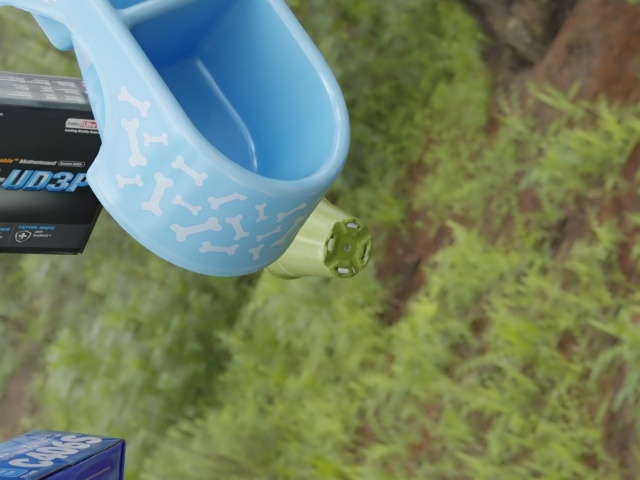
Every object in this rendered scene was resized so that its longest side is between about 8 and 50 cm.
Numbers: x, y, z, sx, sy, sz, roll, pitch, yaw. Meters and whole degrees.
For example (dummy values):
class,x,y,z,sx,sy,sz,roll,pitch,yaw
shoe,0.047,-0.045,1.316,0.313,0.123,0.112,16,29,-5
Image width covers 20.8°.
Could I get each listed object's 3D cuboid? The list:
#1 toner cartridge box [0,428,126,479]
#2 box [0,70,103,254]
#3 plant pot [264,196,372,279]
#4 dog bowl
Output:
class,x,y,z,sx,sy,sz,roll,pitch,yaw
toner cartridge box,-0.217,0.228,1.099,0.348,0.075,0.165,-11,-76,-77
box,-0.289,-0.067,1.539,0.175,0.220,0.051,-61,41,34
plant pot,0.000,0.000,1.443,0.079,0.083,0.083,18,84,51
dog bowl,-0.093,-0.123,1.000,0.074,0.297,0.166,-36,-4,40
